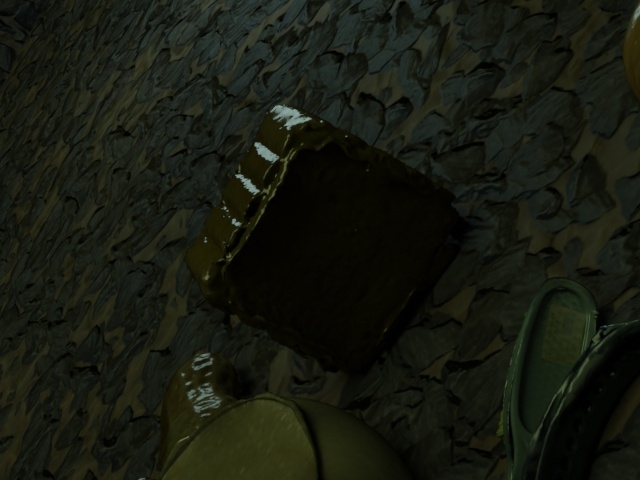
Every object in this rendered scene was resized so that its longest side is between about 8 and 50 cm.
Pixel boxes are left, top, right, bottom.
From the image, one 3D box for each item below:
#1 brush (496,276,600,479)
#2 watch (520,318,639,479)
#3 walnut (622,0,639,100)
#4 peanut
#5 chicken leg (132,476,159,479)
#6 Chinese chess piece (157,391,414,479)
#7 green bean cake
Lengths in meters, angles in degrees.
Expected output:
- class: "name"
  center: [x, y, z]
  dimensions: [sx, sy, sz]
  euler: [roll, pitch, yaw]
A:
- class: "brush"
  center: [0.165, 0.172, 1.067]
  dimensions: [0.060, 0.068, 0.296]
  euler: [136, 154, -65]
- class: "watch"
  center: [0.232, 0.157, 0.962]
  dimensions: [0.206, 0.068, 0.193]
  euler: [-52, 25, 3]
- class: "walnut"
  center: [0.337, -0.173, 1.041]
  dimensions: [0.206, 0.159, 0.159]
  euler: [-46, 30, 11]
- class: "peanut"
  center: [-0.126, 0.209, 1.453]
  dimensions: [0.108, 0.095, 0.226]
  euler: [-32, 30, 12]
- class: "chicken leg"
  center: [-0.174, 0.312, 1.152]
  dimensions: [0.101, 0.085, 0.207]
  euler: [33, 101, 51]
- class: "Chinese chess piece"
  center: [-0.056, 0.306, 1.191]
  dimensions: [0.338, 0.141, 0.338]
  euler: [-39, 34, 33]
- class: "green bean cake"
  center: [0.000, 0.000, 1.328]
  dimensions: [0.229, 0.224, 0.131]
  euler: [-57, 28, 7]
